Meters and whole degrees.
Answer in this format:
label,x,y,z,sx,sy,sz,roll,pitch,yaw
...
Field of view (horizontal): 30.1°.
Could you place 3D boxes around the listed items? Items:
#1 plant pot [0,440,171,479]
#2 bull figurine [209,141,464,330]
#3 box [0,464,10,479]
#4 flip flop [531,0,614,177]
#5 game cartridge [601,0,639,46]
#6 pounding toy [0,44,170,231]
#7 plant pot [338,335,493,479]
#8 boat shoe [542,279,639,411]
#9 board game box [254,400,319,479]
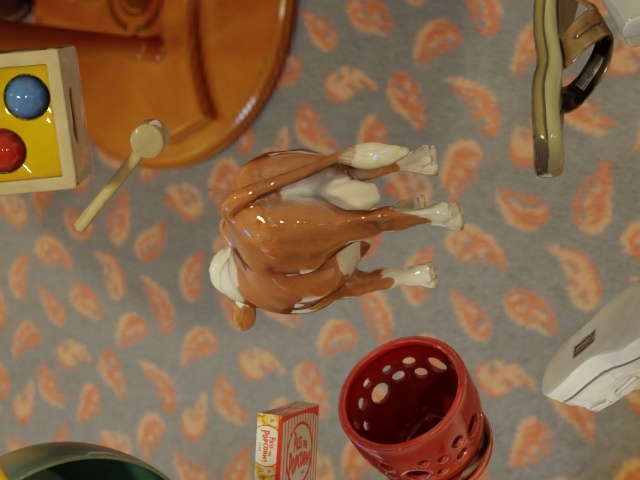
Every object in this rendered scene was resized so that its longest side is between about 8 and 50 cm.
label,x,y,z,sx,sy,sz,roll,pitch,yaw
plant pot,-0.291,0.334,1.257,0.195,0.290,0.290,20,107,57
bull figurine,0.000,0.000,0.940,0.188,0.310,0.101,-10,79,-4
box,-0.398,0.184,0.809,0.079,0.322,0.257,-6,113,62
flip flop,0.263,-0.186,1.234,0.080,0.112,0.277,0,55,17
game cartridge,0.387,-0.314,1.114,0.294,0.060,0.196,-30,60,14
pounding toy,-0.248,-0.088,1.107,0.206,0.094,0.181,-5,102,1
plant pot,0.141,0.256,1.676,0.191,0.174,0.191,-16,46,17
boat shoe,0.343,0.120,1.319,0.084,0.095,0.258,25,151,-8
board game box,-0.054,0.356,1.852,0.045,0.146,0.194,3,92,23
